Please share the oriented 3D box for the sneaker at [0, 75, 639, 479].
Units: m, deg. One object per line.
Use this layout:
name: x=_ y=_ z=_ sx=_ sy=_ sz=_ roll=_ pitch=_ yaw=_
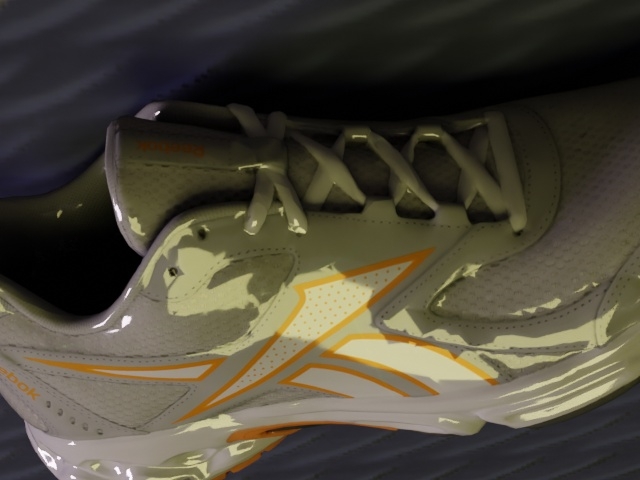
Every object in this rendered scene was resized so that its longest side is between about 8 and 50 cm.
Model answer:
sneaker: x=0.000 y=0.000 z=0.463 sx=0.262 sy=0.099 sz=0.121 roll=-21 pitch=135 yaw=16
